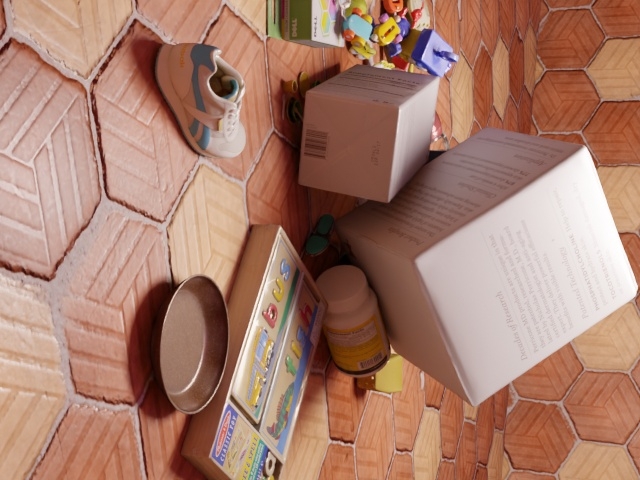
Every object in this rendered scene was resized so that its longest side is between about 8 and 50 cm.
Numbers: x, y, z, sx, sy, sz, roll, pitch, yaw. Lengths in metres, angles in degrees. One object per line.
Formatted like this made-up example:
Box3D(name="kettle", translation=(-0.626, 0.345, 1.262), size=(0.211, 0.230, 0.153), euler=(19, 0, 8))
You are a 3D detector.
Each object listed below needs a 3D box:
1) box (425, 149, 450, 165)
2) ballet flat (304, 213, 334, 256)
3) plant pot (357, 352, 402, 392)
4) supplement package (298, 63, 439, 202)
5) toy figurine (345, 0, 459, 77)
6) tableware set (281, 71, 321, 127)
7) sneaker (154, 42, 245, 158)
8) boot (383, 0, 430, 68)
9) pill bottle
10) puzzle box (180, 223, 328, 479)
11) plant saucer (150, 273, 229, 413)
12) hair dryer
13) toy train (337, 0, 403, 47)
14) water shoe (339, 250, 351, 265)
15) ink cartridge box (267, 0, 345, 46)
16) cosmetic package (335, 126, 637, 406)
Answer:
Box3D(name="box", translation=(0.242, -0.004, 2.308), size=(0.294, 0.182, 0.296), euler=(63, 36, -52))
Box3D(name="ballet flat", translation=(0.000, 0.000, 1.901), size=(0.114, 0.041, 0.041), euler=(-64, 148, -43))
Box3D(name="plant pot", translation=(0.119, 0.284, 2.170), size=(0.083, 0.081, 0.081), euler=(-7, 99, -54))
Box3D(name="supplement package", translation=(0.094, -0.206, 1.885), size=(0.293, 0.175, 0.177), euler=(-43, 142, -63))
Box3D(name="toy figurine", translation=(0.178, -0.417, 1.985), size=(0.191, 0.217, 0.362), euler=(-60, 149, 2))
Box3D(name="tableware set", translation=(-0.028, -0.253, 1.824), size=(0.154, 0.024, 0.104), euler=(10, 82, -67))
Box3D(name="sneaker", translation=(-0.149, -0.189, 1.444), size=(0.229, 0.092, 0.087), euler=(58, 38, -56))
Box3D(name="boot", translation=(0.195, -0.476, 2.278), size=(0.165, 0.077, 0.213), euler=(9, 78, -69))
Box3D(name="pill bottle", translation=(0.060, 0.154, 1.953), size=(0.119, 0.119, 0.208), euler=(-66, 150, -42))
Box3D(name="puzzle box", translation=(-0.094, 0.212, 1.669), size=(0.272, 0.052, 0.409), euler=(60, 39, -52))
Box3D(name="plant saucer", translation=(-0.190, 0.145, 1.449), size=(0.198, 0.036, 0.199), euler=(3, 90, -68))
Box3D(name="hair dryer", translation=(0.215, -0.283, 2.339), size=(0.223, 0.080, 0.293), euler=(58, -1, 45))
Box3D(name="toy train", translation=(0.090, -0.412, 1.857), size=(0.166, 0.046, 0.125), euler=(-18, 96, -35))
Box3D(name="water shoe", translation=(0.088, 0.105, 2.078), size=(0.080, 0.073, 0.203), euler=(-49, 137, -60))
Box3D(name="ink cartridge box", translation=(-0.021, -0.398, 1.774), size=(0.209, 0.062, 0.109), euler=(-12, 104, -67))
Box3D(name="cosmetic package", translation=(0.304, 0.031, 1.923), size=(0.393, 0.329, 0.327), euler=(-32, 113, -13))
